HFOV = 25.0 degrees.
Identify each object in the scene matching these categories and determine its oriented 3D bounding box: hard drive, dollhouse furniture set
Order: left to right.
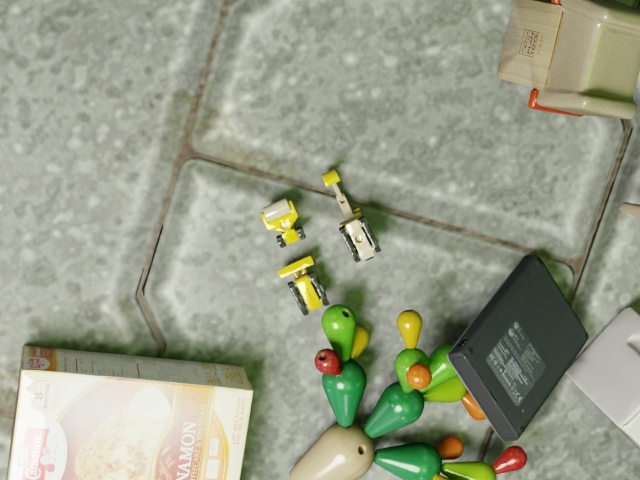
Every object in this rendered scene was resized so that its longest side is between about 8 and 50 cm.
[{"bbox_3d":[0.169,0.089,1.215,0.135,0.022,0.094,-47,110,-36],"label":"hard drive"},{"bbox_3d":[0.295,-0.142,1.194,0.259,0.135,0.262,7,101,-24],"label":"dollhouse furniture set"}]

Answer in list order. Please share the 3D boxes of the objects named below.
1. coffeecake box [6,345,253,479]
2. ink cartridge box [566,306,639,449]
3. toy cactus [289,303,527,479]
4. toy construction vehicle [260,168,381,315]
[{"bbox_3d":[-0.159,0.170,1.181,0.185,0.068,0.142,6,102,-12],"label":"coffeecake box"},{"bbox_3d":[0.322,0.167,1.236,0.203,0.148,0.086,43,93,-16],"label":"ink cartridge box"},{"bbox_3d":[0.055,0.160,1.215,0.180,0.112,0.219,-40,115,9],"label":"toy cactus"},{"bbox_3d":[0.000,0.000,1.198,0.086,0.035,0.098,-27,104,7],"label":"toy construction vehicle"}]
